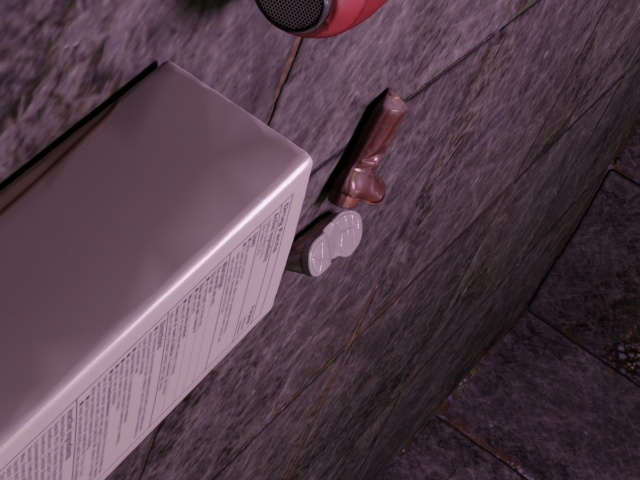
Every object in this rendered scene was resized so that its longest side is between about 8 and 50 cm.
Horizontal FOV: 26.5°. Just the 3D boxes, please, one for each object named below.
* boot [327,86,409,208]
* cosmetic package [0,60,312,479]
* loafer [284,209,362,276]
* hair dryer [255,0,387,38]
[{"bbox_3d":[0.056,-0.087,1.250,0.114,0.037,0.106,-65,166,19],"label":"boot"},{"bbox_3d":[-0.147,0.059,0.738,0.309,0.113,0.160,-46,164,-36],"label":"cosmetic package"},{"bbox_3d":[0.000,0.000,1.268,0.125,0.039,0.045,-36,124,-60],"label":"loafer"},{"bbox_3d":[0.053,-0.199,0.761,0.223,0.080,0.293,-39,-175,4],"label":"hair dryer"}]
